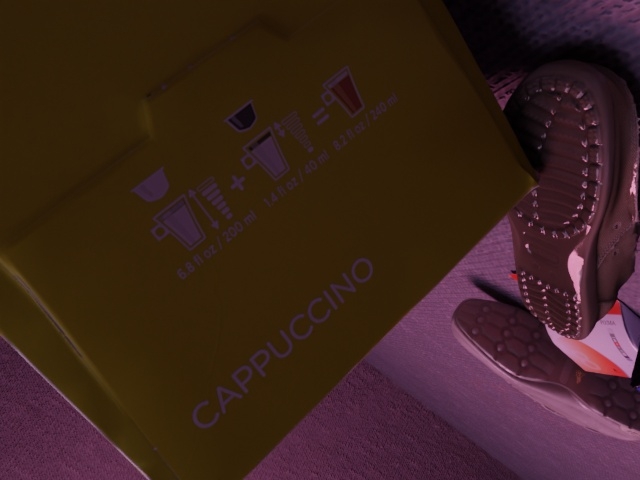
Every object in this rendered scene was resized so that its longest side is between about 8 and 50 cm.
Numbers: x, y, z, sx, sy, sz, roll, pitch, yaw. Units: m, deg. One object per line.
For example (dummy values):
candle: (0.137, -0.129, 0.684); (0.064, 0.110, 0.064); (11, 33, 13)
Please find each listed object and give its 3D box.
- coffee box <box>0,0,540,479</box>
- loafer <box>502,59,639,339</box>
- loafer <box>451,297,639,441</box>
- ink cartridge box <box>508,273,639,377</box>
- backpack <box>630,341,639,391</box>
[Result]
coffee box: (-0.114, -0.074, 0.483); (0.338, 0.337, 0.334); (55, 161, -19)
loafer: (0.209, -0.033, 0.501); (0.102, 0.092, 0.268); (35, 153, 41)
loafer: (0.333, 0.196, 0.908); (0.319, 0.112, 0.111); (33, 157, 10)
ink cartridge box: (0.331, 0.107, 0.763); (0.179, 0.045, 0.145); (36, 166, -12)
backpack: (0.375, 0.111, 0.570); (0.101, 0.098, 0.120); (29, 155, -12)
